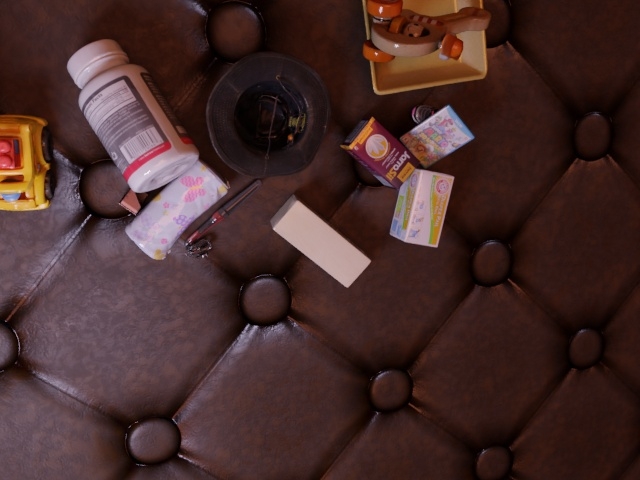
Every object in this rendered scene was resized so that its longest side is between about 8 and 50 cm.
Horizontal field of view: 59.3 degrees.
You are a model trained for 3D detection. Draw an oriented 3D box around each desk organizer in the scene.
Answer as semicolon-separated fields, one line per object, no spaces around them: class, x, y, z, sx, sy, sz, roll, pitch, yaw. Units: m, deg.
desk organizer;-0.448;-0.102;1.357;0.047;0.130;0.050;37;89;-19

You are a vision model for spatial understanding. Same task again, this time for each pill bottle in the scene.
pill bottle;-0.430;-0.283;1.275;0.176;0.176;0.318;-32;91;-7

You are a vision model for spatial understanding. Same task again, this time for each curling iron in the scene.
curling iron;-0.252;-0.058;1.471;0.068;0.035;0.274;43;89;-23

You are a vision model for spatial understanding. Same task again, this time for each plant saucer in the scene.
plant saucer;0.261;-0.571;1.476;0.332;0.081;0.333;-12;105;-13

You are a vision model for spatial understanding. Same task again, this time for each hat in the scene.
hat;-0.143;-0.313;1.394;0.331;0.134;0.331;-13;115;-29

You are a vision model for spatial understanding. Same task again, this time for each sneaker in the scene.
sneaker;0.335;-0.330;1.550;0.170;0.075;0.063;21;92;-19

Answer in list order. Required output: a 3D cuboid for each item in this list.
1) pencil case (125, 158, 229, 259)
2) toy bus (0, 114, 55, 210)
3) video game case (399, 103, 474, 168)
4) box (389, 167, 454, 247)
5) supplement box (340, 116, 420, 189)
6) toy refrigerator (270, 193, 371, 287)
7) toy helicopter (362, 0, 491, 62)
pencil case;-0.354;-0.079;1.397;0.124;0.113;0.273;44;88;-16
toy bus;-0.681;-0.163;1.239;0.149;0.211;0.220;-2;104;-17
video game case;0.317;-0.281;1.537;0.166;0.015;0.119;-32;113;34
box;0.280;-0.096;1.568;0.103;0.114;0.203;9;98;-17
supplement box;0.162;-0.235;1.521;0.188;0.081;0.104;38;90;-20
toy refrigerator;0.000;0.000;1.525;0.269;0.094;0.102;38;97;-19
toy helicopter;0.288;-0.507;1.353;0.355;0.235;0.140;-23;137;-27
